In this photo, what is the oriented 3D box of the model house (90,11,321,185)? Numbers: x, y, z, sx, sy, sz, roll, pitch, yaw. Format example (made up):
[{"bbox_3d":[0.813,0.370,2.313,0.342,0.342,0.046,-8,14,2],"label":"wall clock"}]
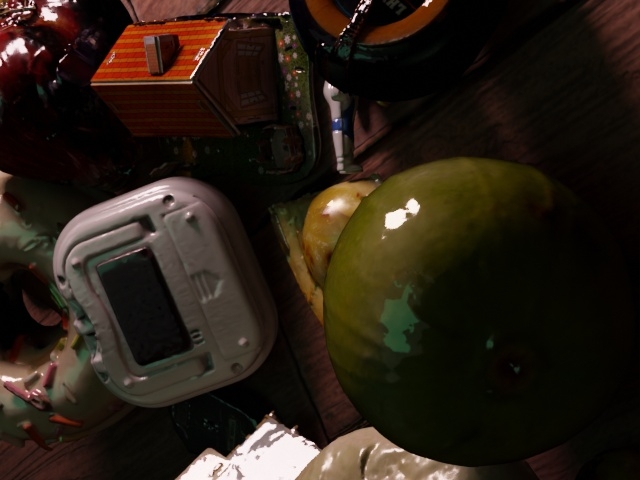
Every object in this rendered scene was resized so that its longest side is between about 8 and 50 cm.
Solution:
[{"bbox_3d":[-0.152,-0.160,1.936,0.294,0.154,0.207,5,101,47],"label":"model house"}]

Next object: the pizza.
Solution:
[{"bbox_3d":[0.006,-0.002,1.854,0.204,0.081,0.188,50,131,30],"label":"pizza"}]

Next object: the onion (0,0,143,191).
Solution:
[{"bbox_3d":[-0.332,-0.203,2.064,0.281,0.281,0.221,68,153,11],"label":"onion"}]

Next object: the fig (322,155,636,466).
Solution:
[{"bbox_3d":[0.140,0.051,1.586,0.316,0.316,0.316,14,109,46],"label":"fig"}]

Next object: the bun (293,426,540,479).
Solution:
[{"bbox_3d":[0.097,0.358,1.735,0.361,0.213,0.361,14,110,42],"label":"bun"}]

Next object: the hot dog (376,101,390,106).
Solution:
[{"bbox_3d":[0.067,-0.217,1.742,0.078,0.061,0.169,-3,79,19],"label":"hot dog"}]

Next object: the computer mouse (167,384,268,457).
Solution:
[{"bbox_3d":[-0.115,0.228,2.062,0.172,0.057,0.099,19,111,31],"label":"computer mouse"}]

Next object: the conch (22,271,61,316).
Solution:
[{"bbox_3d":[-0.336,0.067,2.253,0.109,0.093,0.330,-38,91,21],"label":"conch"}]

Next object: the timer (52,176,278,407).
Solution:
[{"bbox_3d":[-0.187,0.067,1.983,0.237,0.087,0.262,-21,99,12],"label":"timer"}]

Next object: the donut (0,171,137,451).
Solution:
[{"bbox_3d":[-0.384,0.090,2.147,0.383,0.142,0.382,3,102,15],"label":"donut"}]

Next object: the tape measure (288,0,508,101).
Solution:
[{"bbox_3d":[0.076,-0.244,1.637,0.223,0.135,0.202,-45,66,-5],"label":"tape measure"}]

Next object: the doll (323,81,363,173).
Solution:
[{"bbox_3d":[0.026,-0.186,1.785,0.057,0.114,0.227,-6,89,8],"label":"doll"}]

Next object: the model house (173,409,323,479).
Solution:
[{"bbox_3d":[-0.078,0.366,1.962,0.178,0.271,0.206,26,153,40],"label":"model house"}]

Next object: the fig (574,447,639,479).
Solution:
[{"bbox_3d":[0.297,0.247,1.604,0.098,0.082,0.084,30,112,-6],"label":"fig"}]

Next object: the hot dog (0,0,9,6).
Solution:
[{"bbox_3d":[-0.429,-0.423,2.248,0.092,0.062,0.235,24,119,43],"label":"hot dog"}]
